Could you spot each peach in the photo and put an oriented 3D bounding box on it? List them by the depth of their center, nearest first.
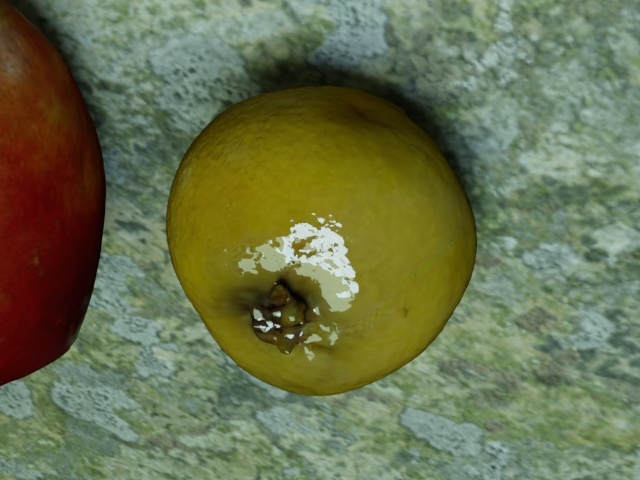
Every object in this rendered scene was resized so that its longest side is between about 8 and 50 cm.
[{"bbox_3d":[-0.295,-0.044,1.212,0.281,0.281,0.338,6,139,24],"label":"peach"}]

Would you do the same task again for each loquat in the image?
[{"bbox_3d":[0.000,0.000,1.145,0.208,0.208,0.208,16,138,15],"label":"loquat"}]
